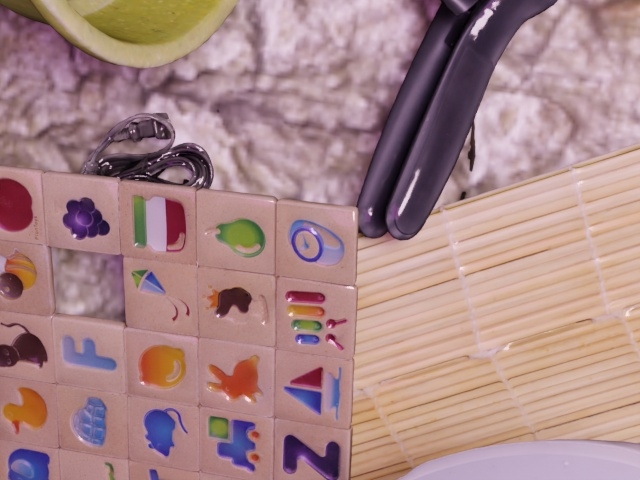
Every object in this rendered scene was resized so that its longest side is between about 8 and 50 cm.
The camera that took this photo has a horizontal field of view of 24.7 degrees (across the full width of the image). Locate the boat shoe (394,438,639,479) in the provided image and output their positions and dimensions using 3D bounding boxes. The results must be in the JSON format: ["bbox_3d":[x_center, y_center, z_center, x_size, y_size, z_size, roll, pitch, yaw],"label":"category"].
[{"bbox_3d":[0.053,0.198,0.705,0.367,0.156,0.136,-34,68,26],"label":"boat shoe"}]

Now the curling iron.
[{"bbox_3d":[0.000,0.000,0.755,0.274,0.035,0.068,20,97,9],"label":"curling iron"}]

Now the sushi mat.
[{"bbox_3d":[0.087,0.050,0.729,0.316,0.019,0.151,-18,108,14],"label":"sushi mat"}]

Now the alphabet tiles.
[{"bbox_3d":[-0.080,0.081,0.751,0.198,0.009,0.237,7,115,13],"label":"alphabet tiles"}]

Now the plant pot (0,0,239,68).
[{"bbox_3d":[-0.182,-0.228,0.677,0.254,0.276,0.276,8,96,22],"label":"plant pot"}]

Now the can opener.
[{"bbox_3d":[0.062,-0.085,0.709,0.073,0.059,0.186,25,85,-21],"label":"can opener"}]
